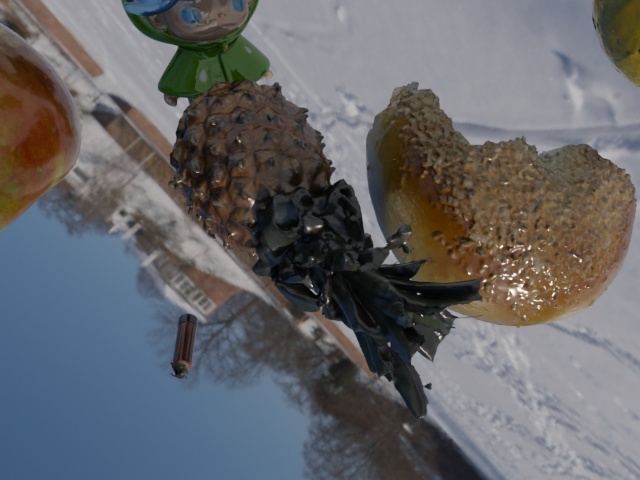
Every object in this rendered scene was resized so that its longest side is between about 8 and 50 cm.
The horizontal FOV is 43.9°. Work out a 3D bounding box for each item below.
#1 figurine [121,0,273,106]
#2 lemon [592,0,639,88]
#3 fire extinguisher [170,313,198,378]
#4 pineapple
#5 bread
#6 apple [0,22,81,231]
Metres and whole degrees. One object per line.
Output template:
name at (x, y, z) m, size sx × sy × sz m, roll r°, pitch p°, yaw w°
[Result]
figurine at (-0.126, -0.240, 0.843) m, size 0.143 × 0.162 × 0.263 m, roll -133°, pitch 29°, yaw -55°
lemon at (0.491, -0.319, 1.028) m, size 0.284 × 0.260 × 0.260 m, roll -15°, pitch 123°, yaw 45°
fire extinguisher at (-0.148, 0.115, 0.853) m, size 0.028 × 0.022 × 0.083 m, roll 50°, pitch -153°, yaw -37°
pineapple at (-0.001, 0.002, 0.714) m, size 0.364 × 0.165 × 0.165 m, roll 48°, pitch 176°, yaw 31°
bread at (0.181, -0.017, 0.820) m, size 0.314 × 0.192 × 0.171 m, roll 29°, pitch 155°, yaw -12°
apple at (-0.362, -0.110, 0.758) m, size 0.226 × 0.246 × 0.246 m, roll 52°, pitch 175°, yaw -16°
